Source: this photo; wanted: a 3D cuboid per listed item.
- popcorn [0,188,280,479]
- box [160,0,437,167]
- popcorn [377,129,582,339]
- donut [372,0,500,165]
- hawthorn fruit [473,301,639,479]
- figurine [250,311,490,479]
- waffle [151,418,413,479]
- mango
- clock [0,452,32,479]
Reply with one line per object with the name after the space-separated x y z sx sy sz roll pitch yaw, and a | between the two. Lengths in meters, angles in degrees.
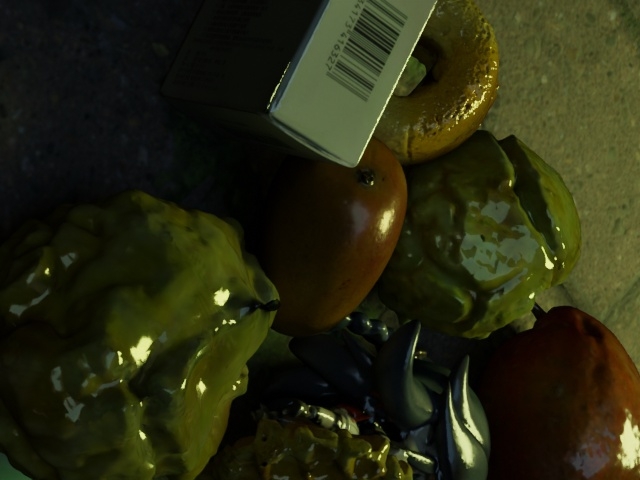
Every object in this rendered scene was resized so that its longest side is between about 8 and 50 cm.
-0.160 0.084 1.144 0.286 0.215 0.252 -49 123 -37 | popcorn
0.005 -0.225 1.201 0.106 0.200 0.300 31 82 -34 | box
0.149 -0.009 1.366 0.221 0.183 0.204 -20 80 -28 | popcorn
0.085 -0.165 1.301 0.190 0.074 0.174 -34 83 -18 | donut
0.251 0.173 1.471 0.210 0.210 0.263 -2 86 -35 | hawthorn fruit
0.056 0.174 1.346 0.197 0.175 0.265 -50 131 -22 | figurine
-0.045 0.236 1.261 0.249 0.253 0.056 22 43 -25 | waffle
0.001 0.001 1.258 0.120 0.151 0.221 17 117 -13 | mango
-0.312 0.255 1.163 0.159 0.066 0.211 -9 106 -33 | clock
